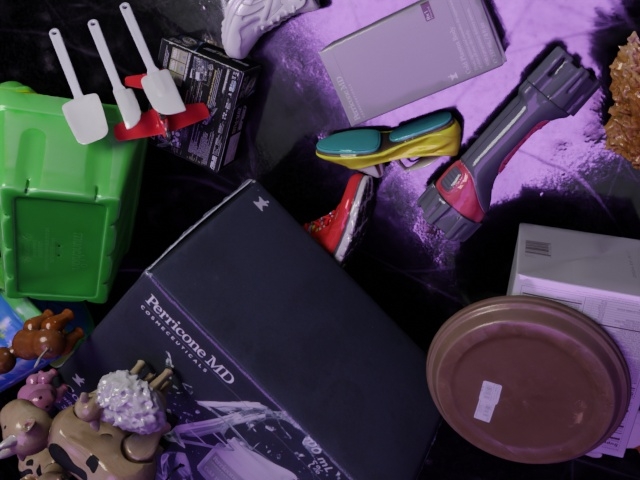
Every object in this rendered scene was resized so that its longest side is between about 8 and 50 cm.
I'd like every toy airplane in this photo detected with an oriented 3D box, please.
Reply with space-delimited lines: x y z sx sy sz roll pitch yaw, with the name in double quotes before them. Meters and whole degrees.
"toy airplane" -0.251 -0.209 1.005 0.151 0.151 0.028 28 154 4

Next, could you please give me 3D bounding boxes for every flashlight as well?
"flashlight" 0.275 -0.133 0.957 0.103 0.103 0.304 42 114 2

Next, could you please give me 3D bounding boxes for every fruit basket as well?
"fruit basket" -0.456 -0.122 1.126 0.283 0.392 0.392 5 119 -20

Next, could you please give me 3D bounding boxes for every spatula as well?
"spatula" -0.327 -0.264 1.000 0.168 0.019 0.242 -24 68 -9

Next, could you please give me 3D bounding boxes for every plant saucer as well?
"plant saucer" 0.282 0.207 0.906 0.278 0.041 0.277 9 117 18

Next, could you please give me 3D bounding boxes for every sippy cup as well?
"sippy cup" -0.600 0.172 1.251 0.224 0.240 0.305 -39 114 -1

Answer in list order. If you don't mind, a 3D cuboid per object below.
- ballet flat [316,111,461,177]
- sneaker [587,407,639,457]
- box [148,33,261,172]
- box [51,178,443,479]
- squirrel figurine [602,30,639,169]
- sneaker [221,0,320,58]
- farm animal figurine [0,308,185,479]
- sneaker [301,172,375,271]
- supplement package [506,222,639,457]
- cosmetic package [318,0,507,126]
"ballet flat" 0.108 -0.139 1.020 0.231 0.077 0.077 -9 126 19
"sneaker" 0.414 0.310 1.095 0.290 0.106 0.123 5 112 15
"box" -0.198 -0.227 1.073 0.147 0.077 0.180 23 118 8
"box" -0.131 0.246 1.087 0.480 0.297 0.472 45 130 -5
"squirrel figurine" 0.518 -0.113 0.724 0.397 0.370 0.281 11 116 13
"sneaker" -0.063 -0.359 0.968 0.115 0.090 0.232 34 120 -3
"farm animal figurine" -0.363 0.284 0.936 0.327 0.172 0.330 20 128 19
"sneaker" 0.000 0.000 1.098 0.118 0.107 0.279 31 118 9
"supplement package" 0.375 0.141 0.980 0.198 0.199 0.262 10 116 15
"cosmetic package" 0.132 -0.271 0.934 0.238 0.107 0.127 -22 108 22
